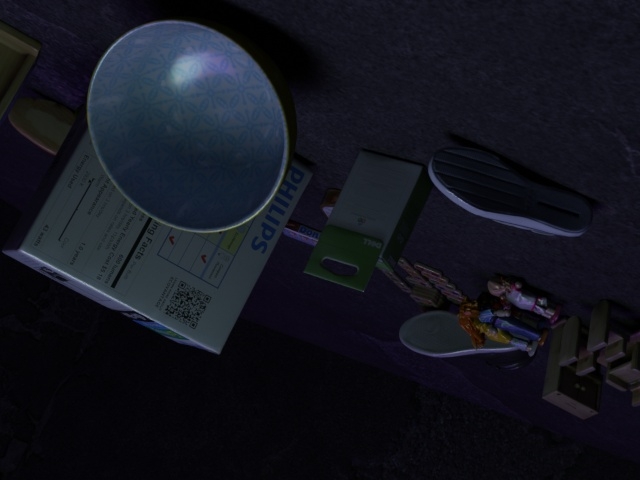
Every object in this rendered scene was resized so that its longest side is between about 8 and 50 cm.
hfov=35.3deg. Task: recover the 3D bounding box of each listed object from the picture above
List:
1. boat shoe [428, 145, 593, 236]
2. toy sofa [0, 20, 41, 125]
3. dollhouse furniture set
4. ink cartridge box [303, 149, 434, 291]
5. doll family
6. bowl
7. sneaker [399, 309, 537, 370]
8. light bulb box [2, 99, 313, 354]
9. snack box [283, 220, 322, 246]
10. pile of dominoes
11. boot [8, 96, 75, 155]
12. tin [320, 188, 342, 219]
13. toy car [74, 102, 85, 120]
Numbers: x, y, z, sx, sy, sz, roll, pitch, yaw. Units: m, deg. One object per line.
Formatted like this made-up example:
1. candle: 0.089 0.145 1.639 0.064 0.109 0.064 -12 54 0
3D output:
1. boat shoe: 0.242 -0.052 1.327 0.226 0.083 0.076 25 166 -2
2. toy sofa: -0.628 -0.204 1.719 0.150 0.362 0.177 28 160 -14
3. dollhouse furniture set: 0.515 0.194 1.778 0.212 0.161 0.242 28 145 -15
4. ink cartridge box: 0.072 -0.021 1.481 0.109 0.209 0.062 18 165 29
5. doll family: 0.336 0.151 1.874 0.163 0.118 0.263 24 167 8
6. bowl: -0.149 -0.171 1.352 0.290 0.289 0.156 23 -150 11
7. sneaker: 0.319 0.220 2.119 0.296 0.104 0.147 -2 152 30
8. light bulb box: -0.271 -0.050 1.675 0.361 0.357 0.225 31 168 -20
9. snack box: 0.000 0.000 2.113 0.178 0.022 0.064 21 167 16
10. pile of dominoes: 0.203 0.098 2.088 0.196 0.040 0.251 15 164 37
11. boot: -0.535 -0.194 2.132 0.295 0.104 0.211 24 162 -22
12. tin: 0.063 -0.037 1.826 0.106 0.040 0.189 15 164 21
13. toy car: -0.382 -0.163 1.951 0.189 0.148 0.155 12 158 6
